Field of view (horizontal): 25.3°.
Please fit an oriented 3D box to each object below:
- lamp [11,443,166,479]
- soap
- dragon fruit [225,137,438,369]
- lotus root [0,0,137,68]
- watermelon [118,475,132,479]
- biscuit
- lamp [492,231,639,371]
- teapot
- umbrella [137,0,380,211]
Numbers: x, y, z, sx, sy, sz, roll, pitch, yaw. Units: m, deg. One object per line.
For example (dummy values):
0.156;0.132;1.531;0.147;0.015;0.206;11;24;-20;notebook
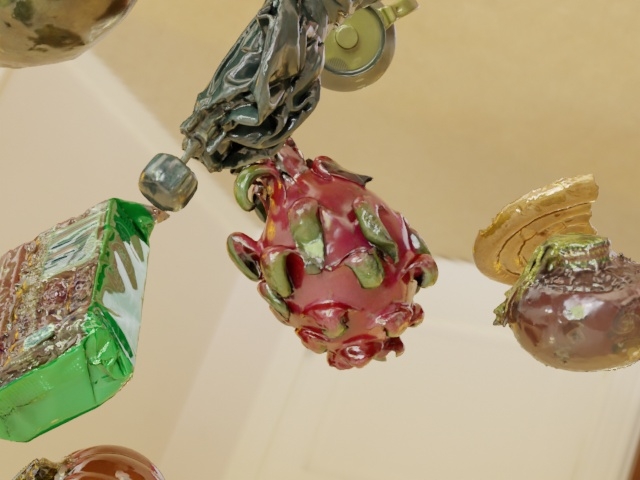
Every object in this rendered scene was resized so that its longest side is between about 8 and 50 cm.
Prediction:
-0.263;0.329;1.580;0.196;0.223;0.223;45;154;-14;lamp
-0.271;0.074;1.518;0.218;0.273;0.098;-29;120;15;soap
-0.001;0.010;1.551;0.218;0.198;0.273;-13;-134;-44;dragon fruit
-0.222;-0.279;1.364;0.149;0.267;0.260;52;166;-8;lotus root
-0.125;0.276;0.963;0.140;0.256;0.193;12;131;0;watermelon
0.245;0.002;1.625;0.144;0.033;0.224;-12;151;-6;biscuit
0.263;0.059;1.400;0.157;0.135;0.156;-6;-170;-23;lamp
0.046;-0.255;1.744;0.130;0.166;0.119;61;-179;-6;teapot
-0.032;-0.157;1.219;0.094;0.349;0.143;24;152;23;umbrella
